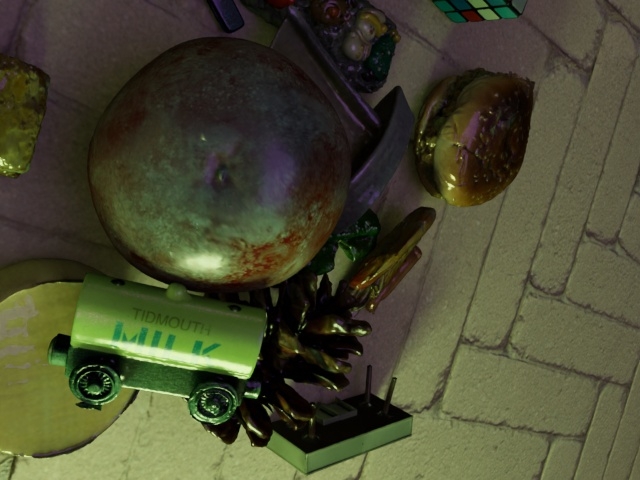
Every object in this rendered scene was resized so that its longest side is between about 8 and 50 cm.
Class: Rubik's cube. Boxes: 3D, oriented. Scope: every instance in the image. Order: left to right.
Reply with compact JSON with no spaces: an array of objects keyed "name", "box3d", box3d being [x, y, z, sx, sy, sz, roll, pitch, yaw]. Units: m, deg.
[{"name":"Rubik's cube","box3d":[0.269,-0.480,1.197,0.151,0.154,0.155,28,82,-39]}]

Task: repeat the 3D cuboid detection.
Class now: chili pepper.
[{"name":"chili pepper","box3d":[0.000,0.001,1.148,0.253,0.083,0.099,-21,114,-39]}]

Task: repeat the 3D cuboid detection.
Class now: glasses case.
[{"name":"glasses case","box3d":[-0.140,-0.331,0.988,0.033,0.023,0.083,-40,121,-19]}]

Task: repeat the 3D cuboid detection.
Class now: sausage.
[{"name":"sausage","box3d":[0.133,0.069,1.297,0.158,0.036,0.042,-50,115,-18]}]

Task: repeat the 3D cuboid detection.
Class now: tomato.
[{"name":"tomato","box3d":[-0.119,-0.088,0.867,0.316,0.282,0.317,-1,96,-10]}]

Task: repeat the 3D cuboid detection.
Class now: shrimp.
[{"name":"shrimp","box3d":[0.105,0.049,1.213,0.063,0.152,0.287,41,78,-1]}]

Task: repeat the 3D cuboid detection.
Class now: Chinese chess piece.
[{"name":"Chinese chess piece","box3d":[-0.344,0.147,0.888,0.249,0.103,0.250,-11,108,-36]}]

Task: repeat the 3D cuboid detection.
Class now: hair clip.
[{"name":"hair clip","box3d":[0.020,-0.340,1.071,0.321,0.091,0.138,26,87,-39]}]

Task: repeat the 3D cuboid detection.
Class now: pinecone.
[{"name":"pinecone","box3d":[-0.071,0.163,1.008,0.309,0.244,0.244,-28,124,21]}]

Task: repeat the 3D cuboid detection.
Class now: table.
[{"name":"table","box3d":[0.036,0.298,1.219,0.240,0.121,0.111,-8,105,-38]}]

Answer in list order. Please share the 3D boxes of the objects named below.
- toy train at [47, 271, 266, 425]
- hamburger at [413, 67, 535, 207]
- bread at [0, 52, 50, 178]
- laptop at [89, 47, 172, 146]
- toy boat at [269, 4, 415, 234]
[{"name":"toy train","box3d":[-0.182,0.117,0.823,0.253,0.105,0.157,13,113,-11]},{"name":"hamburger","box3d":[0.290,-0.188,1.301,0.286,0.146,0.243,-54,134,-18]},{"name":"bread","box3d":[-0.400,-0.149,0.772,0.196,0.102,0.138,16,93,-41]},{"name":"laptop","box3d":[-0.179,-0.117,1.013,0.269,0.015,0.188,46,71,-36]},{"name":"toy boat","box3d":[0.004,-0.155,1.072,0.293,0.111,0.276,24,84,-32]}]
